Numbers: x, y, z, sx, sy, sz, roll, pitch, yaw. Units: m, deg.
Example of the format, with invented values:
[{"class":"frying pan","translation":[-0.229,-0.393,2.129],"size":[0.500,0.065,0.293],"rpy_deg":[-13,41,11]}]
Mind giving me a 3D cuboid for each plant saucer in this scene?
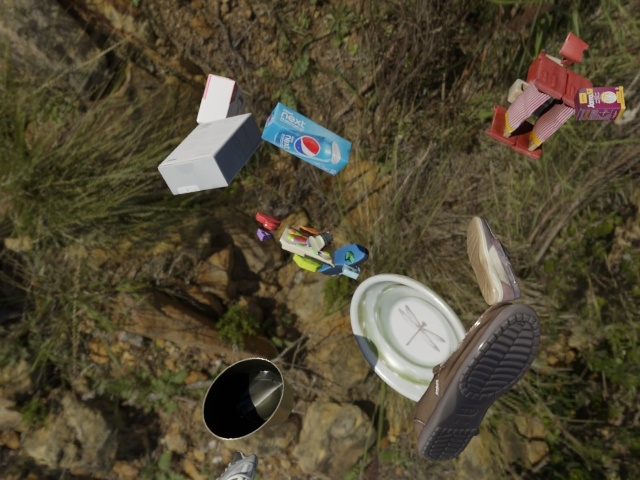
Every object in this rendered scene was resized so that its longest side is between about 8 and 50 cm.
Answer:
[{"class":"plant saucer","translation":[0.262,0.259,1.502],"size":[0.400,0.100,0.400],"rpy_deg":[25,128,36]}]

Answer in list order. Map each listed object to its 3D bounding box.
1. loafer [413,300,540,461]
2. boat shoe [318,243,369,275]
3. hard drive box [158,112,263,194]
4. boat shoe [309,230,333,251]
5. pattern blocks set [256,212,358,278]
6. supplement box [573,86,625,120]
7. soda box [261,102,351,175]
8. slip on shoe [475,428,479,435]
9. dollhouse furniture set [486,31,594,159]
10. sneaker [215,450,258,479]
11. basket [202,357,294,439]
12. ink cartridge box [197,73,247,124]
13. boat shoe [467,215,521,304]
[{"class":"loafer","translation":[0.269,0.251,1.032],"size":[0.134,0.130,0.366],"rpy_deg":[19,113,-24]},{"class":"boat shoe","translation":[0.101,0.077,2.112],"size":[0.089,0.109,0.258],"rpy_deg":[31,151,-32]},{"class":"hard drive box","translation":[-0.283,-0.231,1.428],"size":[0.181,0.232,0.089],"rpy_deg":[-5,126,28]},{"class":"boat shoe","translation":[0.001,0.002,1.551],"size":[0.049,0.042,0.133],"rpy_deg":[65,161,-2]},{"class":"pattern blocks set","translation":[-0.037,0.015,1.647],"size":[0.325,0.285,0.026],"rpy_deg":[19,112,-17]},{"class":"supplement box","translation":[0.561,-0.276,1.094],"size":[0.083,0.055,0.043],"rpy_deg":[1,159,12]},{"class":"soda box","translation":[-0.031,-0.243,1.320],"size":[0.210,0.071,0.067],"rpy_deg":[25,143,-20]},{"class":"slip on shoe","translation":[0.298,0.398,1.204],"size":[0.041,0.051,0.135],"rpy_deg":[42,160,-18]},{"class":"dollhouse furniture set","translation":[0.574,-0.413,1.400],"size":[0.152,0.374,0.201],"rpy_deg":[27,145,-5]},{"class":"sneaker","translation":[-0.214,0.564,1.251],"size":[0.086,0.132,0.229],"rpy_deg":[45,116,-9]},{"class":"basket","translation":[-0.152,0.383,1.303],"size":[0.154,0.204,0.227],"rpy_deg":[49,176,21]},{"class":"ink cartridge box","translation":[-0.317,-0.423,1.771],"size":[0.092,0.158,0.218],"rpy_deg":[14,179,1]},{"class":"boat shoe","translation":[0.469,0.052,1.477],"size":[0.092,0.285,0.103],"rpy_deg":[2,136,-5]}]
